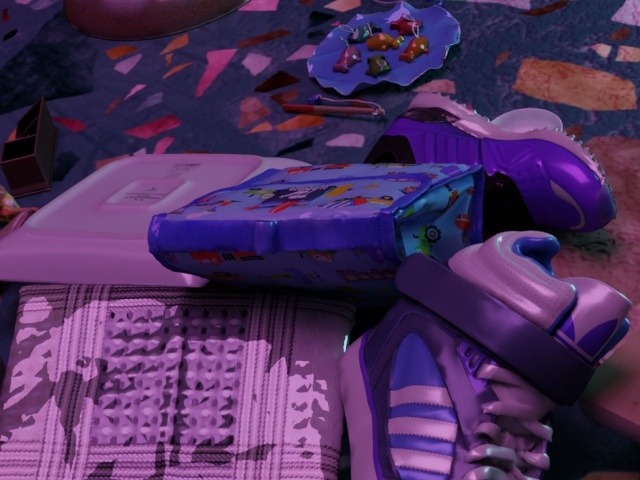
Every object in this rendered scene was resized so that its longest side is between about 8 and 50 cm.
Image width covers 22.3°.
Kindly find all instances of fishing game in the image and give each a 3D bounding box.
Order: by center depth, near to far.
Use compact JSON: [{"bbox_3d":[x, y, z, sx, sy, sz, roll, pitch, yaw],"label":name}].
[{"bbox_3d":[0.072,-0.232,1.904,0.189,0.041,0.264,7,43,32],"label":"fishing game"}]

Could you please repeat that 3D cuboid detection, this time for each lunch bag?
[{"bbox_3d":[0.000,0.000,1.435,0.221,0.138,0.293,0,2,22],"label":"lunch bag"}]

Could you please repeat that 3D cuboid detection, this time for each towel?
[{"bbox_3d":[-0.135,0.172,1.346,0.312,0.056,0.324,3,56,6],"label":"towel"}]

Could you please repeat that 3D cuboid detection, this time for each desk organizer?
[{"bbox_3d":[-0.339,-0.110,1.893,0.047,0.050,0.130,-13,37,5],"label":"desk organizer"}]

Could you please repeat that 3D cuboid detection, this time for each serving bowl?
[{"bbox_3d":[0.212,-0.103,1.693,0.083,0.027,0.083,-11,37,8],"label":"serving bowl"}]

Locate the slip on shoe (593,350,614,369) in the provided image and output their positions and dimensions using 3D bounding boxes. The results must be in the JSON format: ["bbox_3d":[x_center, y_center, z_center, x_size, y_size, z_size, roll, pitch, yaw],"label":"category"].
[{"bbox_3d":[0.230,0.098,1.415,0.041,0.051,0.135,-30,43,2],"label":"slip on shoe"}]

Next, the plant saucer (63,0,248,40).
[{"bbox_3d":[-0.203,-0.373,2.183,0.311,0.050,0.310,-11,36,8],"label":"plant saucer"}]

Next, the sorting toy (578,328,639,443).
[{"bbox_3d":[0.385,0.123,1.286,0.257,0.089,0.255,-38,42,-25],"label":"sorting toy"}]

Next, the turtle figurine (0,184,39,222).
[{"bbox_3d":[-0.449,-0.086,1.778,0.217,0.269,0.087,-2,72,51],"label":"turtle figurine"}]

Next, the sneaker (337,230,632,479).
[{"bbox_3d":[0.144,0.133,1.237,0.236,0.130,0.323,-39,41,22],"label":"sneaker"}]

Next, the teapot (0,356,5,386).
[{"bbox_3d":[-0.383,0.174,1.379,0.187,0.256,0.252,4,68,11],"label":"teapot"}]

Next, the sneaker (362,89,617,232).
[{"bbox_3d":[0.152,-0.045,1.593,0.146,0.102,0.293,-40,38,-22],"label":"sneaker"}]

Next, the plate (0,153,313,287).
[{"bbox_3d":[-0.175,-0.031,1.669,0.277,0.045,0.278,1,25,30],"label":"plate"}]

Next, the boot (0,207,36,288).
[{"bbox_3d":[-0.361,0.004,1.727,0.087,0.042,0.118,27,88,23],"label":"boot"}]
